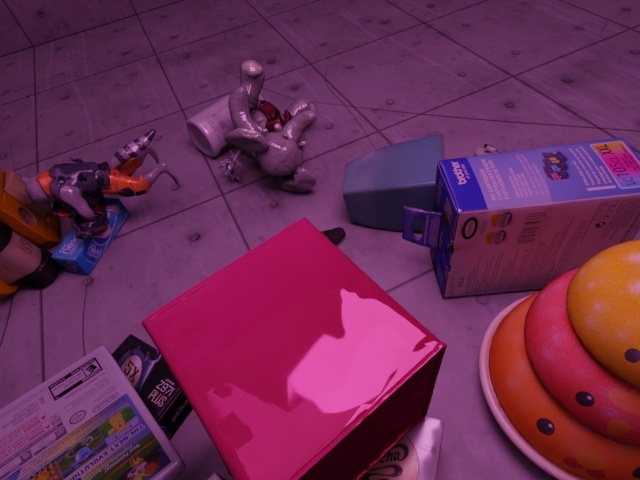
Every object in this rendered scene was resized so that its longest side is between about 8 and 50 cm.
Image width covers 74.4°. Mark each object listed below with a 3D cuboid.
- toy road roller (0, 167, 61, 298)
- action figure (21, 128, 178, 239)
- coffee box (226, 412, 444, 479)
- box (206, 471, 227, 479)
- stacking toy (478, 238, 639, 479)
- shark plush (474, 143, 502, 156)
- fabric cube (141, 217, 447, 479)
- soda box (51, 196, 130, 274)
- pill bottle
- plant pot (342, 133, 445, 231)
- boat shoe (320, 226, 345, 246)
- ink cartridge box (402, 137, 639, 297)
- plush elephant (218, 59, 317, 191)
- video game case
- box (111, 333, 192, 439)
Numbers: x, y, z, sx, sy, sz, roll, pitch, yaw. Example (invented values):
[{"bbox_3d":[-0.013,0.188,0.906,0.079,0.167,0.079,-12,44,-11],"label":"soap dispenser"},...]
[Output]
[{"bbox_3d":[-0.819,-0.002,1.042,0.241,0.202,0.329,-28,53,0],"label":"toy road roller"},{"bbox_3d":[-0.576,-0.181,1.079,0.330,0.178,0.341,-24,51,-25],"label":"action figure"},{"bbox_3d":[0.028,0.339,0.669,0.298,0.118,0.168,11,53,17],"label":"coffee box"},{"bbox_3d":[-0.159,0.435,0.641,0.101,0.087,0.102,35,64,31],"label":"box"},{"bbox_3d":[0.424,0.112,0.558,0.351,0.479,0.350,-5,50,6],"label":"stacking toy"},{"bbox_3d":[0.479,-0.210,1.094,0.161,0.073,0.067,16,25,26],"label":"shark plush"},{"bbox_3d":[-0.027,0.180,0.567,0.254,0.259,0.258,-35,55,-21],"label":"fabric cube"},{"bbox_3d":[-0.589,-0.016,1.095,0.071,0.067,0.210,6,53,14],"label":"soda box"},{"bbox_3d":[-0.280,-0.368,1.292,0.131,0.131,0.229,33,63,30],"label":"pill bottle"},{"bbox_3d":[0.179,-0.123,1.005,0.235,0.165,0.165,-5,50,15],"label":"plant pot"},{"bbox_3d":[0.001,0.001,1.004,0.133,0.042,0.049,-25,49,-13],"label":"boat shoe"},{"bbox_3d":[0.366,-0.029,0.819,0.396,0.269,0.151,-7,49,3],"label":"ink cartridge box"},{"bbox_3d":[-0.117,-0.273,1.112,0.255,0.272,0.329,32,90,45],"label":"plush elephant"},{"bbox_3d":[-0.426,0.355,0.647,0.329,0.036,0.300,-34,50,-29],"label":"video game case"},{"bbox_3d":[-0.336,0.287,0.798,0.180,0.077,0.147,21,57,24],"label":"box"}]
